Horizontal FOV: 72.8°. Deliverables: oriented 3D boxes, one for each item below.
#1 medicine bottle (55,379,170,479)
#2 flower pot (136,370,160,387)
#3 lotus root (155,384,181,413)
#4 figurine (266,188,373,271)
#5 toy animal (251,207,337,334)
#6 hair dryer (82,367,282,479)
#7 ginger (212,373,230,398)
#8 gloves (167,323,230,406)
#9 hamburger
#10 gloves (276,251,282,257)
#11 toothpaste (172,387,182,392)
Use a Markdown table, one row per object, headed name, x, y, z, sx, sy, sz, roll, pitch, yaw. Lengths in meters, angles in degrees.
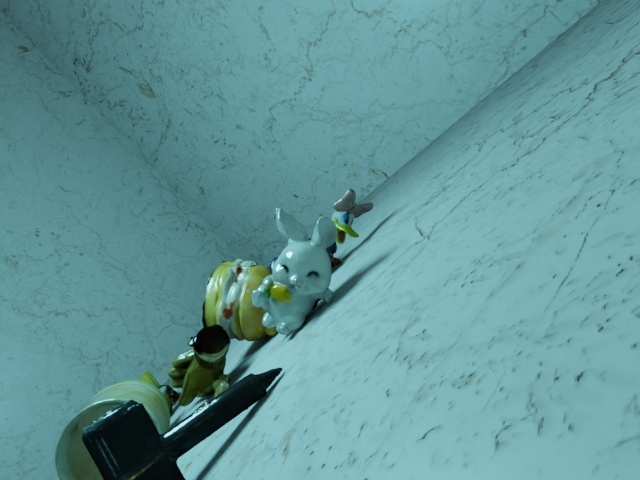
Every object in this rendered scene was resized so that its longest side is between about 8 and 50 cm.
| name | x | y | z | sx | sy | sz | roll | pitch | yaw |
| --- | --- | --- | --- | --- | --- | --- | --- | --- | --- |
| medicine bottle | -0.539 | 0.512 | 1.196 | 0.236 | 0.235 | 0.406 | -45 | 5 | -16 |
| flower pot | -0.727 | 0.668 | 1.786 | 0.195 | 0.179 | 0.195 | -42 | 5 | 5 |
| lotus root | -0.643 | 0.637 | 1.562 | 0.314 | 0.141 | 0.169 | -48 | 2 | -36 |
| figurine | -0.002 | 0.006 | 1.478 | 0.421 | 0.193 | 0.154 | -34 | -36 | 24 |
| toy animal | -0.062 | 0.083 | 1.109 | 0.154 | 0.209 | 0.324 | -16 | -64 | -64 |
| hair dryer | -0.223 | 0.317 | 0.799 | 0.352 | 0.189 | 0.107 | -30 | -2 | -33 |
| ginger | -0.271 | 0.397 | 1.185 | 0.058 | 0.044 | 0.137 | -26 | 2 | -13 |
| gloves | -0.353 | 0.377 | 1.296 | 0.141 | 0.154 | 0.331 | -5 | -37 | -36 |
| hamburger | -0.221 | 0.195 | 1.391 | 0.237 | 0.276 | 0.276 | 3 | 18 | 12 |
| gloves | -0.099 | 0.101 | 1.760 | 0.203 | 0.155 | 0.356 | -41 | 0 | -22 |
| toothpaste | -0.502 | 0.554 | 1.748 | 0.234 | 0.057 | 0.089 | -38 | 5 | -14 |
